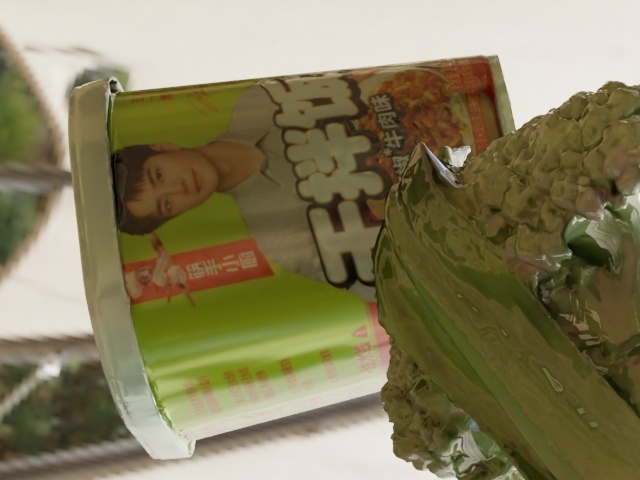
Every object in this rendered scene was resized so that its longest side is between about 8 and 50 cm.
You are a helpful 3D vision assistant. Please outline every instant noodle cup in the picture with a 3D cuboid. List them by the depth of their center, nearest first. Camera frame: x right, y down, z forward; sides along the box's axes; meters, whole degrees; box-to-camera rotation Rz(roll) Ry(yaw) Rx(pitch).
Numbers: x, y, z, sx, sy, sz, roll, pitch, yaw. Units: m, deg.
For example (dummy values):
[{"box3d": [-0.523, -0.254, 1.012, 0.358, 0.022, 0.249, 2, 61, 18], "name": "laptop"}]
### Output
[{"box3d": [0.000, 0.000, 1.437, 0.294, 0.308, 0.294, -10, 90, -87], "name": "instant noodle cup"}]

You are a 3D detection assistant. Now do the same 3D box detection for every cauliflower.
[{"box3d": [0.146, 0.060, 1.000, 0.256, 0.239, 0.315, -29, -129, 18], "name": "cauliflower"}]
